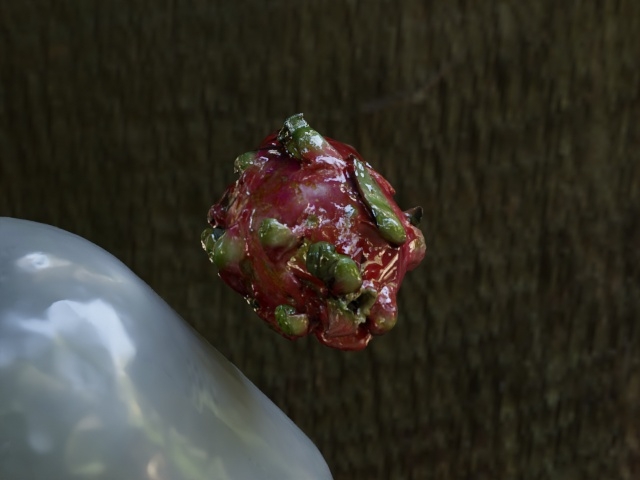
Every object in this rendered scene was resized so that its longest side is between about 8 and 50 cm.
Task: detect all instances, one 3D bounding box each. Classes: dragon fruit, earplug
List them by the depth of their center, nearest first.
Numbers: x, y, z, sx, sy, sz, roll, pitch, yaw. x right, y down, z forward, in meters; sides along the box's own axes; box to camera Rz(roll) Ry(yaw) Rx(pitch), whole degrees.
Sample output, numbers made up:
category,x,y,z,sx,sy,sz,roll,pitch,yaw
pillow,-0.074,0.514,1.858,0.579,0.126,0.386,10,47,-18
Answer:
category,x,y,z,sx,sy,sz,roll,pitch,yaw
dragon fruit,0.000,0.000,1.158,0.160,0.166,0.172,-27,39,-17
earplug,-0.201,0.167,1.158,0.312,0.394,0.313,-18,47,20
